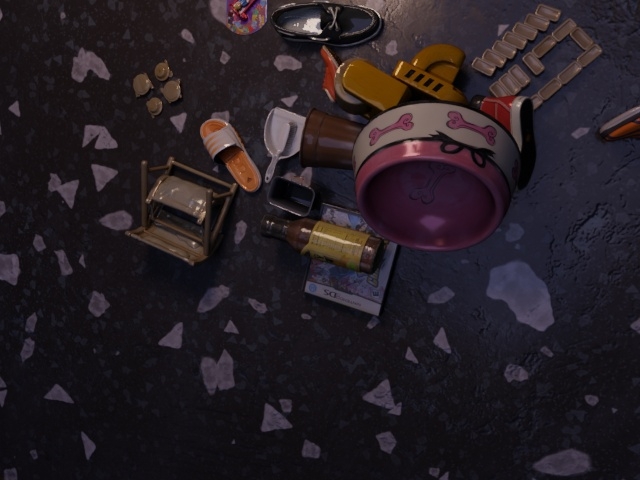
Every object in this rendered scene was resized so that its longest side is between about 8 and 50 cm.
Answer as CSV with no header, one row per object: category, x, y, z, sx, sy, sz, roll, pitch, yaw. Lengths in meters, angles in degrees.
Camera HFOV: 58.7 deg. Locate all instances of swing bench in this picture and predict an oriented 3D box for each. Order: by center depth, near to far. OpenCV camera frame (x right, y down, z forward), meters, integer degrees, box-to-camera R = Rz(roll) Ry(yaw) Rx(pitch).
swing bench,-0.422,-0.089,1.731,0.253,0.165,0.254,24,110,15

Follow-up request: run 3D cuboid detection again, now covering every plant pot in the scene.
plant pot,0.045,-0.263,1.545,0.165,0.167,0.166,13,101,11

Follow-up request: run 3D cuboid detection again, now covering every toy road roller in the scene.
toy road roller,0.216,-0.393,1.434,0.330,0.202,0.240,28,92,1

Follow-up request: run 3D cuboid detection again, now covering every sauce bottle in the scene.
sauce bottle,0.000,0.000,1.581,0.345,0.111,0.111,16,102,19

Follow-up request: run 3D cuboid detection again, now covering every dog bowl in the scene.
dog bowl,0.263,-0.128,1.355,0.408,0.150,0.408,10,145,7

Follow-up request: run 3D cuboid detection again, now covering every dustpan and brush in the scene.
dustpan and brush,-0.114,-0.267,1.646,0.147,0.060,0.211,23,104,15

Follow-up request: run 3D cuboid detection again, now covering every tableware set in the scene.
tableware set,-0.510,-0.476,1.784,0.169,0.020,0.141,-26,86,22

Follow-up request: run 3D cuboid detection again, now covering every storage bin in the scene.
storage bin,-0.068,-0.135,1.632,0.135,0.091,0.098,22,104,15

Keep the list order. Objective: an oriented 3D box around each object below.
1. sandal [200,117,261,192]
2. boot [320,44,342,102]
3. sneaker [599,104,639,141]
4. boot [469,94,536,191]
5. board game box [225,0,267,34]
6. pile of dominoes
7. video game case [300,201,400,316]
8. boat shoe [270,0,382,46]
sandal,-0.272,-0.258,1.696,0.102,0.076,0.265,-41,83,19
boot,0.028,-0.459,1.575,0.085,0.059,0.157,-28,88,26
sneaker,0.818,-0.247,1.282,0.321,0.125,0.180,-19,89,21
boot,0.447,-0.248,1.448,0.176,0.088,0.244,18,127,46
board game box,-0.221,-0.685,1.645,0.133,0.033,0.168,6,99,19
pile of dominoes,0.530,-0.448,1.419,0.251,0.040,0.196,-40,83,12
video game case,0.089,0.053,1.630,0.248,0.035,0.274,17,103,17
boat shoe,0.011,-0.588,1.542,0.303,0.091,0.114,0,94,18
